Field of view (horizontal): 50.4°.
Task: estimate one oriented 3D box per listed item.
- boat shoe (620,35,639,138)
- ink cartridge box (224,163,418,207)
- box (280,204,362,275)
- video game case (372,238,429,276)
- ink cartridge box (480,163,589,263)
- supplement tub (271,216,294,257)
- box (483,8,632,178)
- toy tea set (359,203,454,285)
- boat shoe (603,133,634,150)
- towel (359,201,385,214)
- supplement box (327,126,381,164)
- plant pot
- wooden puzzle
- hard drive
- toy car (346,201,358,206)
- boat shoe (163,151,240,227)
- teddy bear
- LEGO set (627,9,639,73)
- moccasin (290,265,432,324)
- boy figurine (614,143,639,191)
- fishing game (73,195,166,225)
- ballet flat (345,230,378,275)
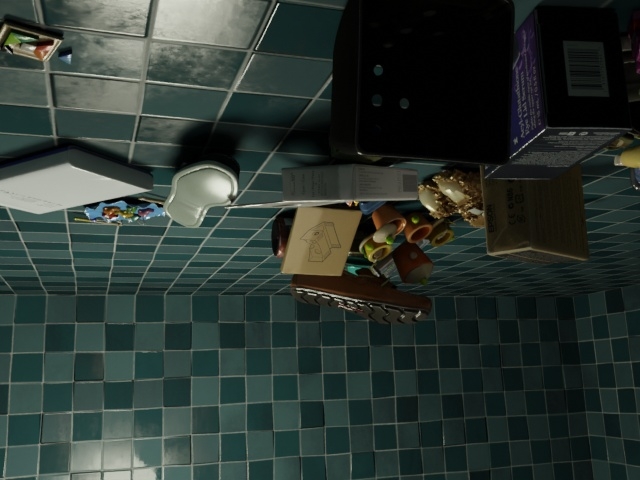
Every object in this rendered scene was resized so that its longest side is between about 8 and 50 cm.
[{"bbox_3d":[0.460,-0.194,0.974,0.109,0.091,0.305,-12,165,39],"label":"boat shoe"},{"bbox_3d":[0.009,-0.098,1.265,0.261,0.066,0.296,-1,-177,28],"label":"ink cartridge box"},{"bbox_3d":[0.000,0.000,1.673,0.164,0.021,0.201,3,124,-21],"label":"box"},{"bbox_3d":[0.237,0.040,1.964,0.190,0.022,0.173,-40,164,2],"label":"video game case"},{"bbox_3d":[0.356,-0.085,1.136,0.193,0.235,0.088,10,163,-43],"label":"ink cartridge box"},{"bbox_3d":[-0.021,-0.009,1.743,0.197,0.106,0.106,-1,168,-16],"label":"supplement tub"},{"bbox_3d":[0.290,-0.177,0.877,0.108,0.153,0.207,0,167,-7],"label":"box"},{"bbox_3d":[0.225,0.023,1.739,0.336,0.124,0.200,13,130,-48],"label":"toy tea set"},{"bbox_3d":[0.432,-0.162,1.069,0.056,0.048,0.153,13,-164,-19],"label":"boat shoe"},{"bbox_3d":[0.114,-0.092,1.504,0.067,0.029,0.119,-35,169,0],"label":"towel"},{"bbox_3d":[0.069,-0.167,1.119,0.083,0.056,0.083,5,166,-31],"label":"supplement box"},{"bbox_3d":[0.100,-0.179,0.804,0.187,0.188,0.167,2,179,-19],"label":"plant pot"},{"bbox_3d":[-0.354,-0.236,0.819,0.116,0.014,0.078,5,167,-32],"label":"wooden puzzle"},{"bbox_3d":[-0.517,-0.110,1.323,0.318,0.040,0.210,-8,167,28],"label":"hard drive"},{"bbox_3d":[0.062,-0.093,1.489,0.040,0.060,0.122,29,161,4],"label":"toy car"},{"bbox_3d":[-0.218,-0.112,1.267,0.114,0.091,0.302,32,154,-20],"label":"boat shoe"},{"bbox_3d":[0.373,-0.095,1.461,0.337,0.113,0.245,6,161,-2],"label":"teddy bear"},{"bbox_3d":[0.394,-0.244,0.722,0.087,0.093,0.227,-6,168,16],"label":"LEGO set"},{"bbox_3d":[0.112,0.128,1.822,0.380,0.147,0.139,10,152,21],"label":"moccasin"},{"bbox_3d":[0.611,-0.156,1.190,0.177,0.092,0.285,-5,167,15],"label":"boy figurine"},{"bbox_3d":[-0.455,-0.059,1.589,0.264,0.041,0.189,-10,168,34],"label":"fishing game"},{"bbox_3d":[0.109,0.033,1.948,0.123,0.123,0.348,-4,166,8],"label":"ballet flat"}]
